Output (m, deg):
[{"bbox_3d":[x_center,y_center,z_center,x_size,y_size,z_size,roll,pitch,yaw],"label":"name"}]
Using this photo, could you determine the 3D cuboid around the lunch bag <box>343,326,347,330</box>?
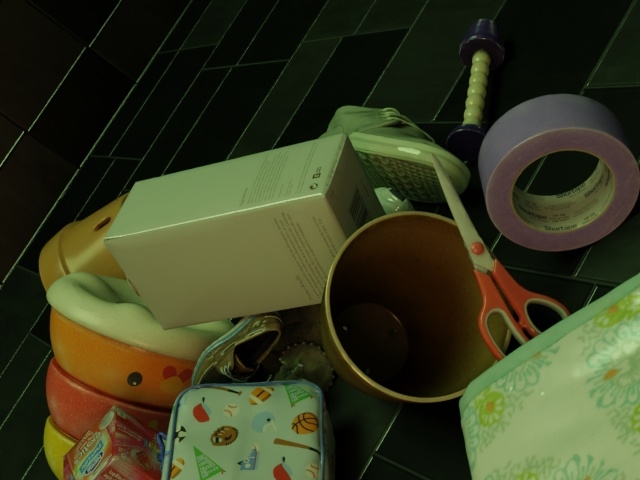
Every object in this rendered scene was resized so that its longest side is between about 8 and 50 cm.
[{"bbox_3d":[0.052,0.091,1.794,0.083,0.053,0.071,-48,22,32],"label":"lunch bag"}]

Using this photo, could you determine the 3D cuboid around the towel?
[{"bbox_3d":[0.308,0.197,1.200,0.374,0.090,0.320,-40,28,26],"label":"towel"}]

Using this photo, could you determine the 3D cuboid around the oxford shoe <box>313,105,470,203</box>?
[{"bbox_3d":[0.110,-0.152,1.879,0.130,0.169,0.449,-55,21,-7],"label":"oxford shoe"}]

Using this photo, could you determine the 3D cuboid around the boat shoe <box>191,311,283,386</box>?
[{"bbox_3d":[-0.127,0.176,1.740,0.183,0.066,0.066,-50,28,14],"label":"boat shoe"}]

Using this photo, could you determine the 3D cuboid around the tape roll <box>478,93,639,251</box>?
[{"bbox_3d":[0.295,-0.083,1.450,0.189,0.189,0.080,-40,30,25],"label":"tape roll"}]

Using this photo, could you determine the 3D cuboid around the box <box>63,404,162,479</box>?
[{"bbox_3d":[-0.238,0.372,1.689,0.122,0.257,0.128,-45,27,13],"label":"box"}]

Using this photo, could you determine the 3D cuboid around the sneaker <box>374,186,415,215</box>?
[{"bbox_3d":[0.043,0.009,1.820,0.235,0.094,0.153,-15,29,53],"label":"sneaker"}]

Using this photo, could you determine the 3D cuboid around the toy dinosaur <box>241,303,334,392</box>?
[{"bbox_3d":[-0.041,0.155,1.825,0.160,0.121,0.313,-24,35,28],"label":"toy dinosaur"}]

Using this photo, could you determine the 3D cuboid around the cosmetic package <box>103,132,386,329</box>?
[{"bbox_3d":[-0.105,-0.007,1.712,0.366,0.197,0.155,-9,38,25],"label":"cosmetic package"}]

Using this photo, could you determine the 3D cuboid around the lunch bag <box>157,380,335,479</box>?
[{"bbox_3d":[-0.104,0.320,1.575,0.243,0.115,0.303,-5,40,5],"label":"lunch bag"}]

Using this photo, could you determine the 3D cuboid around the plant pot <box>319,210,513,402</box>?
[{"bbox_3d":[0.094,0.109,1.521,0.237,0.237,0.254,-63,4,-19],"label":"plant pot"}]

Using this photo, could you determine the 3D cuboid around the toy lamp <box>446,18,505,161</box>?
[{"bbox_3d":[0.249,-0.249,1.858,0.080,0.080,0.274,-29,34,40],"label":"toy lamp"}]

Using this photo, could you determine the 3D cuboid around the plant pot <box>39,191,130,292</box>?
[{"bbox_3d":[-0.366,0.044,2.261,0.203,0.291,0.291,-43,28,24],"label":"plant pot"}]

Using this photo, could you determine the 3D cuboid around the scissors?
[{"bbox_3d":[0.191,0.031,1.420,0.109,0.297,0.021,-36,-9,-10],"label":"scissors"}]

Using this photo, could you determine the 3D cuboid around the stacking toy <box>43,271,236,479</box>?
[{"bbox_3d":[-0.354,0.321,2.000,0.350,0.351,0.479,31,104,64],"label":"stacking toy"}]
